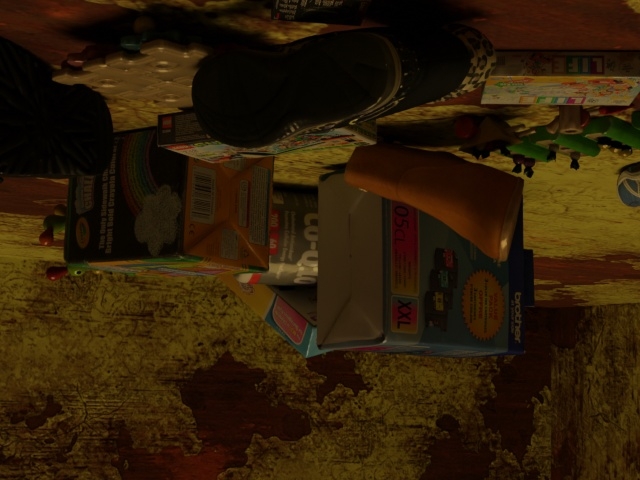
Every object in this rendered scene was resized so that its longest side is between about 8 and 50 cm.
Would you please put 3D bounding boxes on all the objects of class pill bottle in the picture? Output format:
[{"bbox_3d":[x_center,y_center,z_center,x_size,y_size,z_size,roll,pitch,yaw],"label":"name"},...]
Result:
[{"bbox_3d":[0.000,0.000,1.816,0.283,0.161,0.161,4,172,-16],"label":"pill bottle"}]

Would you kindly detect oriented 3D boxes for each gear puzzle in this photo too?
[{"bbox_3d":[-0.087,-0.166,1.095,0.175,0.044,0.339,-7,171,40],"label":"gear puzzle"}]

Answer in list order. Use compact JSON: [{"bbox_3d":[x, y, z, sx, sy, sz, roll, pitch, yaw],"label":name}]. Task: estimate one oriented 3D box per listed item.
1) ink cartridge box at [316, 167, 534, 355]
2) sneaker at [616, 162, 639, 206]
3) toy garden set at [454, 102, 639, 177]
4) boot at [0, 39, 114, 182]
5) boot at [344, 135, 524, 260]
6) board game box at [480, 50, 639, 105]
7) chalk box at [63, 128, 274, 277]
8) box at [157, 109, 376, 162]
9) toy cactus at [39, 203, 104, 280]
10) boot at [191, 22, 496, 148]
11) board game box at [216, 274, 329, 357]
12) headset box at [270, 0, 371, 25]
[{"bbox_3d":[0.182,0.042,1.673,0.151,0.269,0.396,-8,168,44],"label":"ink cartridge box"},{"bbox_3d":[0.480,-0.067,1.497,0.080,0.081,0.211,4,172,-15],"label":"sneaker"},{"bbox_3d":[0.301,-0.117,1.295,0.244,0.049,0.204,-5,170,41],"label":"toy garden set"},{"bbox_3d":[-0.408,-0.119,1.152,0.260,0.131,0.348,0,172,16],"label":"boot"},{"bbox_3d":[0.131,-0.057,1.314,0.211,0.104,0.295,14,-168,3],"label":"boot"},{"bbox_3d":[0.240,-0.161,1.075,0.154,0.026,0.103,1,173,5],"label":"board game box"},{"bbox_3d":[-0.230,-0.045,1.489,0.289,0.180,0.179,-3,171,37],"label":"chalk box"},{"bbox_3d":[-0.057,-0.118,1.149,0.207,0.036,0.114,-4,173,27],"label":"box"},{"bbox_3d":[-0.331,-0.027,1.635,0.181,0.112,0.219,-14,-147,8],"label":"toy cactus"},{"bbox_3d":[0.019,-0.138,0.950,0.236,0.085,0.179,-4,-171,44],"label":"boot"},{"bbox_3d":[-0.023,0.073,1.917,0.242,0.064,0.316,-11,-144,-38],"label":"board game box"},{"bbox_3d":[0.004,-0.196,0.856,0.083,0.032,0.062,2,173,-5],"label":"headset box"}]
